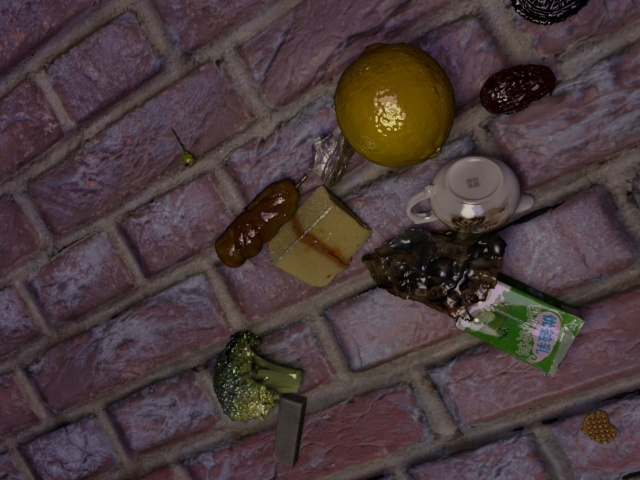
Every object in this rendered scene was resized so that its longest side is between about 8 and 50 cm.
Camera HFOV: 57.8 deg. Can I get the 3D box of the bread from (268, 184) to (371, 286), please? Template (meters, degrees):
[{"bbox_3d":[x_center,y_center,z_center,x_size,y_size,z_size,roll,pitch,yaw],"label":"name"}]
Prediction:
[{"bbox_3d":[0.000,0.000,1.546,0.178,0.135,0.240,34,111,-28],"label":"bread"}]

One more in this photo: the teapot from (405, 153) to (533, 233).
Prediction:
[{"bbox_3d":[0.347,-0.104,1.357,0.298,0.139,0.204,-3,61,13],"label":"teapot"}]

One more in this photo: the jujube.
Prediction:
[{"bbox_3d":[0.444,-0.351,1.317,0.166,0.104,0.104,-23,93,6],"label":"jujube"}]

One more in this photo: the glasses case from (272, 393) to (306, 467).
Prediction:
[{"bbox_3d":[-0.088,0.542,1.664,0.071,0.047,0.205,12,104,18],"label":"glasses case"}]

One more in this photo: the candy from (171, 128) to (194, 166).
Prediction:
[{"bbox_3d":[-0.386,-0.260,1.612,0.035,0.035,0.123,-25,82,-12],"label":"candy"}]

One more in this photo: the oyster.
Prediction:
[{"bbox_3d":[0.259,0.041,1.398,0.361,0.096,0.221,19,74,39],"label":"oyster"}]

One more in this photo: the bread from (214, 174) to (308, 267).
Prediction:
[{"bbox_3d":[-0.159,-0.058,1.545,0.344,0.084,0.124,-44,77,20],"label":"bread"}]

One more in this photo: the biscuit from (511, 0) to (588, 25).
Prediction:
[{"bbox_3d":[0.509,-0.573,1.271,0.194,0.053,0.194,3,102,15],"label":"biscuit"}]

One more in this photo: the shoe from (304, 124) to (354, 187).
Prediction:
[{"bbox_3d":[0.028,-0.229,1.469,0.092,0.089,0.180,28,105,22],"label":"shoe"}]

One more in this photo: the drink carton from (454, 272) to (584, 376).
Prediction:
[{"bbox_3d":[0.468,0.189,1.400,0.271,0.108,0.161,26,107,11],"label":"drink carton"}]

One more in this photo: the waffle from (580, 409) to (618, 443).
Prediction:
[{"bbox_3d":[0.692,0.465,1.435,0.085,0.016,0.078,44,113,5],"label":"waffle"}]

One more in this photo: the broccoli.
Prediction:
[{"bbox_3d":[-0.170,0.369,1.589,0.243,0.263,0.247,7,70,-13],"label":"broccoli"}]

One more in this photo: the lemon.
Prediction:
[{"bbox_3d":[0.166,-0.304,1.313,0.293,0.293,0.293,3,101,16],"label":"lemon"}]
